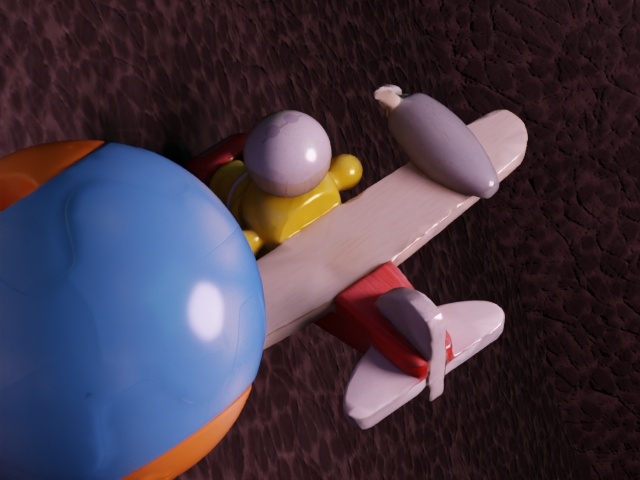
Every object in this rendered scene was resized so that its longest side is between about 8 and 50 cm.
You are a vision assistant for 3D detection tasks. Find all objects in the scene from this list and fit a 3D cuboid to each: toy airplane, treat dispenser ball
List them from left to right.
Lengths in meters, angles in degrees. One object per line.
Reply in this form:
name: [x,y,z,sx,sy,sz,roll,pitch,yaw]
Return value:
treat dispenser ball: [-0.187,0.063,1.478,0.288,0.288,0.288,-14,90,-68]
toy airplane: [0.000,0.000,1.853,0.386,0.384,0.272,-74,154,-49]
